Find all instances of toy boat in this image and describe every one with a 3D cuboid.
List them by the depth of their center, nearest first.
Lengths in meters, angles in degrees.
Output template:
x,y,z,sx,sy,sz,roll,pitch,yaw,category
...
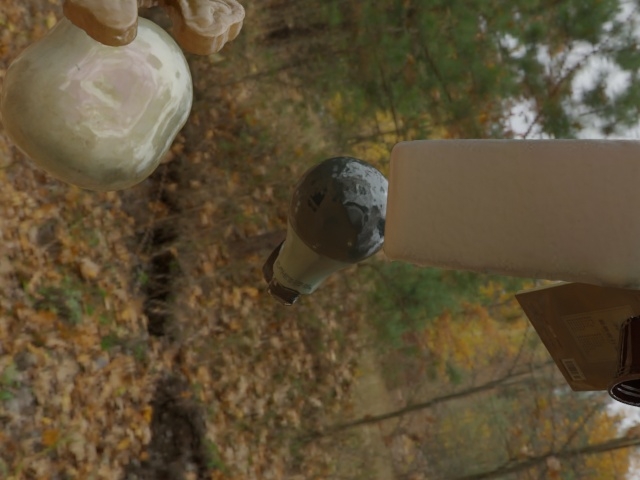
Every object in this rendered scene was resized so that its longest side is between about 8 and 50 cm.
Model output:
x,y,z,sx,sy,sz,roll,pitch,yaw,category
-0.028,0.044,1.881,0.262,0.115,0.114,-39,147,-40,toy boat

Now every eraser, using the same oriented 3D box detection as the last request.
x,y,z,sx,sy,sz,roll,pitch,yaw,category
0.272,-0.031,0.903,0.331,0.331,0.150,-34,130,-85,eraser

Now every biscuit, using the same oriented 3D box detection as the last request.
x,y,z,sx,sy,sz,roll,pitch,yaw,category
-0.144,-0.239,0.692,0.040,0.144,0.236,-57,-142,43,biscuit

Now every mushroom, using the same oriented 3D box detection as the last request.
x,y,z,sx,sy,sz,roll,pitch,yaw,category
-0.315,-0.194,1.167,0.234,0.260,0.254,2,-83,61,mushroom

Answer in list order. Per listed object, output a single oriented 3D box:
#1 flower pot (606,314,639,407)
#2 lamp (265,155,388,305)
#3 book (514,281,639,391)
x,y,z,sx,sy,sz,roll,pitch,yaw,category
0.389,0.136,0.967,0.111,0.111,0.089,69,28,-59,flower pot
-0.010,-0.012,1.423,0.182,0.314,0.182,41,25,-24,lamp
0.476,0.157,1.398,0.217,0.021,0.310,58,-26,-4,book
